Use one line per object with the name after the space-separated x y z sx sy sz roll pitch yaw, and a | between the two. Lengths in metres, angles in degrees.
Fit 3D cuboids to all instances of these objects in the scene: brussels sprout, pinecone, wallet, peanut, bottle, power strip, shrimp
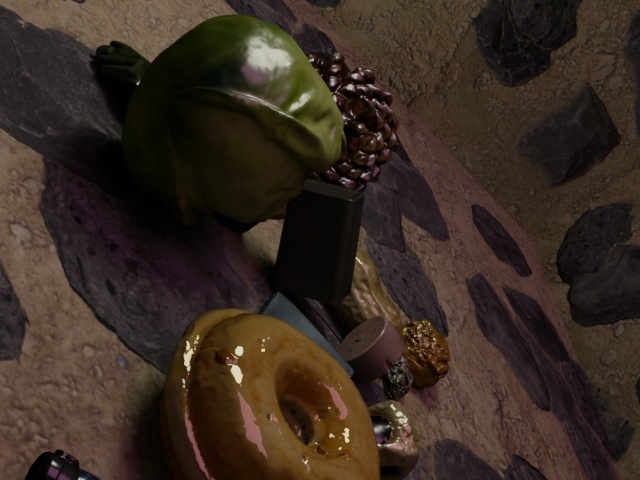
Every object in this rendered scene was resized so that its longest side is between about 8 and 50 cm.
-0.175 -0.234 1.467 0.342 0.425 0.361 42 -10 26 | brussels sprout
-0.011 -0.300 2.016 0.397 0.397 0.398 41 27 -26 | pinecone
-0.055 0.251 1.536 0.251 0.054 0.290 49 26 -7 | wallet
0.090 0.127 1.856 0.313 0.152 0.152 60 25 10 | peanut
-0.269 0.359 0.971 0.244 0.072 0.082 43 47 -22 | bottle
0.111 0.247 1.723 0.078 0.154 0.154 49 24 -15 | power strip
0.186 0.334 1.848 0.190 0.074 0.073 -78 161 -47 | shrimp

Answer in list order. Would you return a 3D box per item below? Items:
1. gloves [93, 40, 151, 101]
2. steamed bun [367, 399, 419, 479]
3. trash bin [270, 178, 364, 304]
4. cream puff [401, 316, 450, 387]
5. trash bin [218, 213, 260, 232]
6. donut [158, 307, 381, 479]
-0.393 -0.328 1.644 0.268 0.107 0.135 56 -7 11 | gloves
0.090 0.405 1.488 0.155 0.172 0.141 10 34 -33 | steamed bun
0.000 0.000 1.680 0.164 0.241 0.122 16 19 16 | trash bin
0.268 0.286 1.986 0.189 0.129 0.189 45 23 -25 | cream puff
-0.167 -0.155 1.729 0.101 0.176 0.236 29 38 -44 | trash bin
-0.075 0.308 1.233 0.449 0.198 0.449 39 31 -29 | donut
